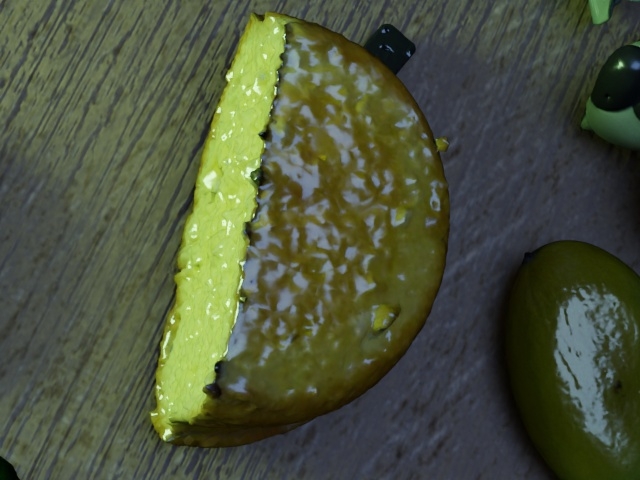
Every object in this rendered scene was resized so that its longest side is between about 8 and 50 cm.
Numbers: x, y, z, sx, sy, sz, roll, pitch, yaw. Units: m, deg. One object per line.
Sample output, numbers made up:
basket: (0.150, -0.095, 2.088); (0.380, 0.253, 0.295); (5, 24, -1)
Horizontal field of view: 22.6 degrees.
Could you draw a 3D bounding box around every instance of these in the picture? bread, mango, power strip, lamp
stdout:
bread: (0.000, 0.000, 1.208); (0.179, 0.194, 0.340); (15, 78, -16)
mango: (0.222, 0.117, 1.323); (0.137, 0.091, 0.237); (-3, 79, -15)
power strip: (0.033, -0.132, 1.340); (0.038, 0.029, 0.111); (41, 67, -3)
lamp: (0.349, -0.080, 1.369); (0.244, 0.198, 0.198); (39, 67, 10)

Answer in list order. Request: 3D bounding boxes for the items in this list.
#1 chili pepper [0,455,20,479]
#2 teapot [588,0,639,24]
chili pepper: (-0.324, 0.199, 1.102); (0.264, 0.116, 0.148); (8, 45, -14)
teapot: (0.243, -0.321, 1.400); (0.225, 0.171, 0.203); (57, 36, -8)
